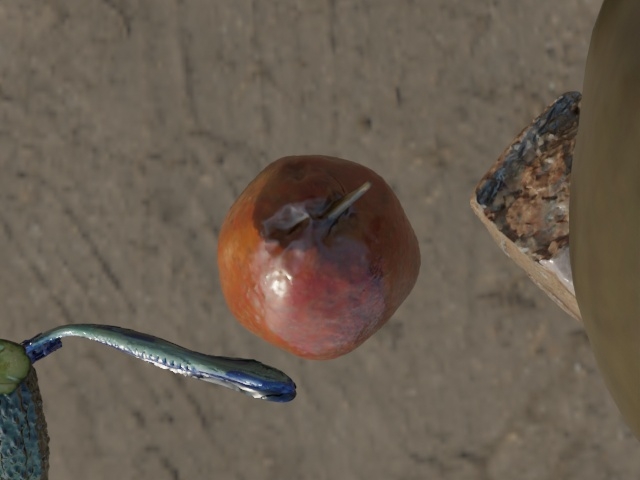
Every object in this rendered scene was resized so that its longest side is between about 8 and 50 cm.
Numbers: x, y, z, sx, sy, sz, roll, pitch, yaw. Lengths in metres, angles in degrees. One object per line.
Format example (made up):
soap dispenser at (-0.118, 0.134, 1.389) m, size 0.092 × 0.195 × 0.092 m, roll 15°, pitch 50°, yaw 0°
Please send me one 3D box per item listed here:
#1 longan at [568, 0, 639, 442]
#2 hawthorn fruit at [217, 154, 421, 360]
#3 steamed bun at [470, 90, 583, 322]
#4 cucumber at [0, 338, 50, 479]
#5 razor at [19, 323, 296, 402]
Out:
longan at (0.224, -0.016, 0.623) m, size 0.297 × 0.297 × 0.297 m, roll -3°, pitch 138°, yaw -2°
hawthorn fruit at (0.000, 0.000, 1.862) m, size 0.210 × 0.210 × 0.262 m, roll 1°, pitch 155°, yaw -6°
steamed bun at (0.198, -0.024, 1.327) m, size 0.145 × 0.175 × 0.106 m, roll -50°, pitch 144°, yaw 3°
cucumber at (-0.214, 0.137, 1.275) m, size 0.058 × 0.058 × 0.187 m, roll 1°, pitch 144°, yaw -6°
razor at (-0.165, 0.109, 1.730) m, size 0.324 × 0.093 × 0.056 m, roll 5°, pitch 112°, yaw 30°
